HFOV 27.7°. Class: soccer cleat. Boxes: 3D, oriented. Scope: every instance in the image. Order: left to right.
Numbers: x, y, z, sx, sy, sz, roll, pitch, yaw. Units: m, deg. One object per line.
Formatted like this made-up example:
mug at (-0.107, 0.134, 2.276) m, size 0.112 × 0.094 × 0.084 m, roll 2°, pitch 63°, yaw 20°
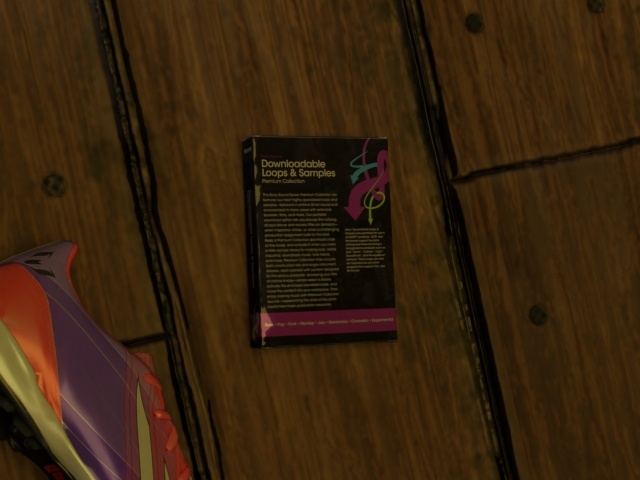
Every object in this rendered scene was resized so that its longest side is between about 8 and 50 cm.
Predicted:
soccer cleat at (-0.133, 0.147, 0.896) m, size 0.116 × 0.108 × 0.318 m, roll -40°, pitch 101°, yaw -30°

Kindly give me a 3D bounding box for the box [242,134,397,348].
box at (0.000, 0.000, 1.001) m, size 0.116 × 0.029 × 0.162 m, roll -1°, pitch 87°, yaw -24°
